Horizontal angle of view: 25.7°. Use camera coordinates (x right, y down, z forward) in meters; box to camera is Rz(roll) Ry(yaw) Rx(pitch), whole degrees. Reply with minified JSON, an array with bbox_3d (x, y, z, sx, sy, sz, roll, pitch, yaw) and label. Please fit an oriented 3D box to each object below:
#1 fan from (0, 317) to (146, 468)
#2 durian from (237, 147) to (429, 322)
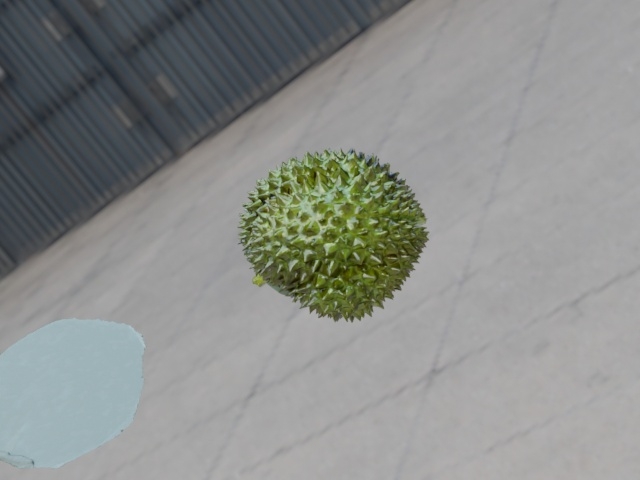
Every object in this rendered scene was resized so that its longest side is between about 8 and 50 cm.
[{"bbox_3d":[-0.309,0.155,1.300,0.310,0.010,0.182,-13,42,7],"label":"fan"},{"bbox_3d":[0.005,-0.013,1.300,0.198,0.146,0.159,23,84,47],"label":"durian"}]
